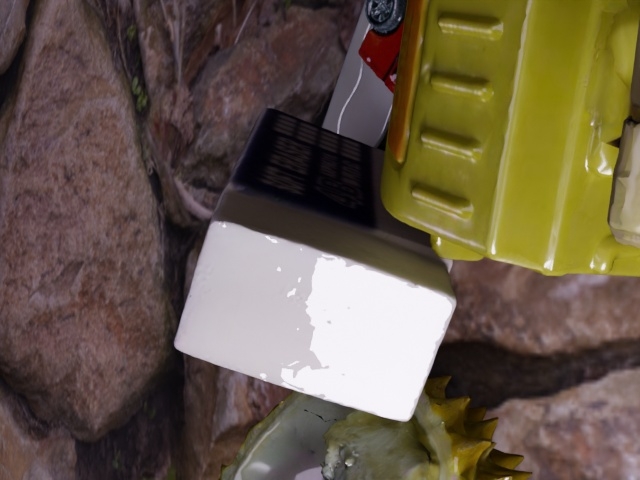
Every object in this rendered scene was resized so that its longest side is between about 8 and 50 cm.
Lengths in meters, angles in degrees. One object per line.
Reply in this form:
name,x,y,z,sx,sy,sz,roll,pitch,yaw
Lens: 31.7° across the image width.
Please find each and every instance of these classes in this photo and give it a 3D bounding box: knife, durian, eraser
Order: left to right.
eraser,0.000,0.000,0.650,0.279,0.124,0.081,-83,13,-73
knife,0.017,-0.084,0.828,0.081,0.043,0.336,34,109,46
durian,0.027,0.161,0.623,0.306,0.166,0.172,15,121,60

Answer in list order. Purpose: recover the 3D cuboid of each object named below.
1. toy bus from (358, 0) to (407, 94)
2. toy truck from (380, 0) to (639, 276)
toy bus,0.107,-0.167,0.682,0.089,0.081,0.195,55,128,33
toy truck,0.181,-0.034,0.406,0.405,0.254,0.180,27,110,57
